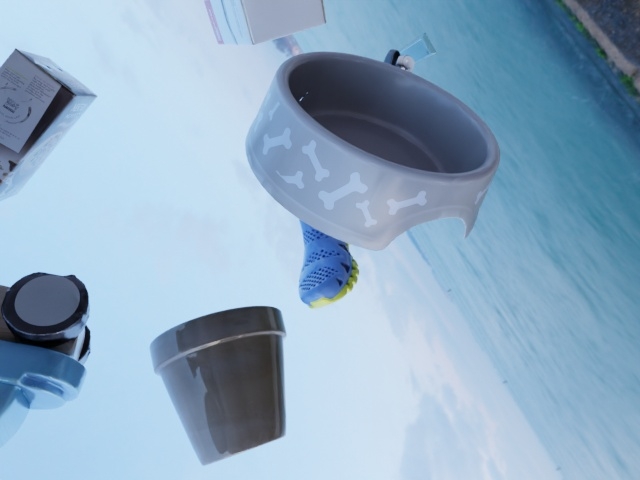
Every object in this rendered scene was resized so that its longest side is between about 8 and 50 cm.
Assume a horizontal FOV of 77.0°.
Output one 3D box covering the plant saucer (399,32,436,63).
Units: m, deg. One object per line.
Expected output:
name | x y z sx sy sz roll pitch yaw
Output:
plant saucer | 0.291 -0.576 1.233 0.067 0.018 0.192 53 178 -16

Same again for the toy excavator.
toy excavator | -0.569 0.238 0.503 0.433 0.222 0.445 16 -130 -19

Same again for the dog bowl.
dog bowl | 0.079 -0.141 0.551 0.349 0.102 0.348 12 -136 -12

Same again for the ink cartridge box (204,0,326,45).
ink cartridge box | -0.140 -0.557 0.977 0.273 0.197 0.114 39 149 52

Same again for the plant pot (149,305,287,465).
plant pot | -0.205 0.340 0.935 0.323 0.323 0.280 36 -150 -63

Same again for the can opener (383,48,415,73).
can opener | 0.216 -0.438 1.255 0.074 0.280 0.093 -5 -149 -37

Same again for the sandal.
sandal | 0.000 0.000 0.798 0.138 0.126 0.317 52 -155 -28

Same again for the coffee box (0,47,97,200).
coffee box | -0.612 -0.222 0.811 0.119 0.297 0.168 41 -175 -22
